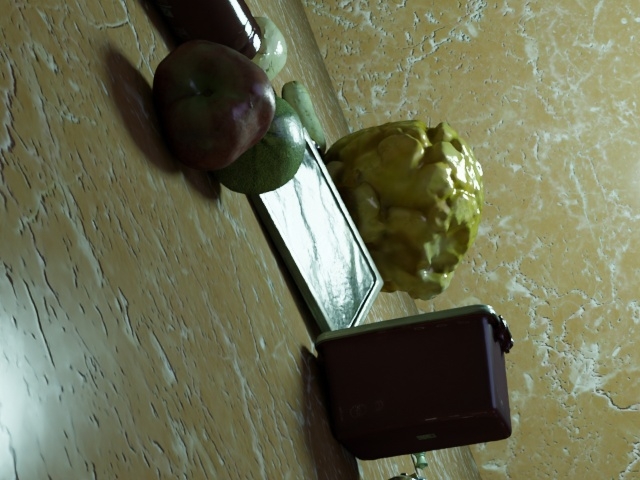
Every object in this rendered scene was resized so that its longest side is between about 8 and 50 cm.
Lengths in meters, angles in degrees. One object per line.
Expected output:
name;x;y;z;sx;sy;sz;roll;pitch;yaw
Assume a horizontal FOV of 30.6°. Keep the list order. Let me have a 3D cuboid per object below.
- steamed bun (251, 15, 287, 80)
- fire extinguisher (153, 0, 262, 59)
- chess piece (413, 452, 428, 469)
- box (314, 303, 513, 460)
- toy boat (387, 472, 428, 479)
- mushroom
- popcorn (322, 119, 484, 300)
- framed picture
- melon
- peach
steamed bun;-0.109;-0.359;2.195;0.112;0.091;0.129;61;11;-53
fire extinguisher;-0.188;-0.367;1.590;0.135;0.114;0.337;62;3;40
chess piece;0.202;0.430;2.419;0.042;0.042;0.093;58;21;-54
box;0.148;0.219;1.756;0.193;0.294;0.167;55;27;-58
toy boat;0.130;0.425;1.752;0.310;0.089;0.115;-82;147;-73
mushroom;-0.036;-0.230;2.381;0.312;0.081;0.099;-100;-175;-59
popcorn;0.162;-0.069;2.347;0.344;0.354;0.390;58;9;-16
framed picture;0.000;0.000;1.904;0.324;0.020;0.240;63;29;-18
melon;-0.088;-0.129;1.567;0.192;0.139;0.139;128;-58;-84
peach;-0.135;-0.154;1.409;0.152;0.152;0.152;-21;90;-82
